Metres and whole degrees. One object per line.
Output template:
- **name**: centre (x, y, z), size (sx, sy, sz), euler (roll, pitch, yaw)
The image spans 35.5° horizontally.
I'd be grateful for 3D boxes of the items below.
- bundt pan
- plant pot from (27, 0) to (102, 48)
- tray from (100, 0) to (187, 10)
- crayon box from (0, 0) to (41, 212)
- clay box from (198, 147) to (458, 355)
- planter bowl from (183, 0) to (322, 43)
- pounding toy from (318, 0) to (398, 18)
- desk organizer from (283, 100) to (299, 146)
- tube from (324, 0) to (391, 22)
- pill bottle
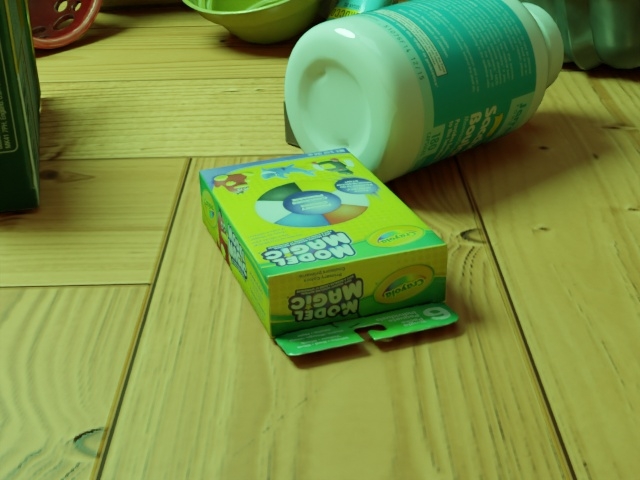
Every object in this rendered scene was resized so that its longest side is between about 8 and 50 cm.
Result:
- **bundt pan**: centre (0.372, -0.298, 1.193), size (0.331, 0.124, 0.331), euler (-9, 29, 5)
- **plant pot**: centre (-0.406, -0.346, 1.294), size (0.174, 0.191, 0.191), euler (9, 27, 36)
- **tray**: centre (-0.127, -0.423, 1.423), size (0.411, 0.203, 0.076), euler (-4, 67, -7)
- **crayon box**: centre (-0.313, -0.177, 0.924), size (0.083, 0.203, 0.323), euler (-7, 26, -11)
- **clay box**: centre (0.000, 0.000, 0.718), size (0.127, 0.053, 0.222), euler (-11, 27, -17)
- **planter bowl**: centre (-0.067, -0.318, 1.294), size (0.217, 0.090, 0.217), euler (-9, 43, 9)
- **pounding toy**: centre (0.030, -0.355, 1.370), size (0.130, 0.141, 0.100), euler (-6, 32, -31)
- **desk organizer**: centre (0.028, -0.127, 0.982), size (0.130, 0.047, 0.050), euler (-23, 31, -37)
- **tube**: centre (0.063, -0.310, 1.257), size (0.080, 0.052, 0.207), euler (18, 72, 41)
- **pill bottle**: centre (0.107, -0.149, 0.910), size (0.264, 0.146, 0.146), euler (-23, 34, -36)
